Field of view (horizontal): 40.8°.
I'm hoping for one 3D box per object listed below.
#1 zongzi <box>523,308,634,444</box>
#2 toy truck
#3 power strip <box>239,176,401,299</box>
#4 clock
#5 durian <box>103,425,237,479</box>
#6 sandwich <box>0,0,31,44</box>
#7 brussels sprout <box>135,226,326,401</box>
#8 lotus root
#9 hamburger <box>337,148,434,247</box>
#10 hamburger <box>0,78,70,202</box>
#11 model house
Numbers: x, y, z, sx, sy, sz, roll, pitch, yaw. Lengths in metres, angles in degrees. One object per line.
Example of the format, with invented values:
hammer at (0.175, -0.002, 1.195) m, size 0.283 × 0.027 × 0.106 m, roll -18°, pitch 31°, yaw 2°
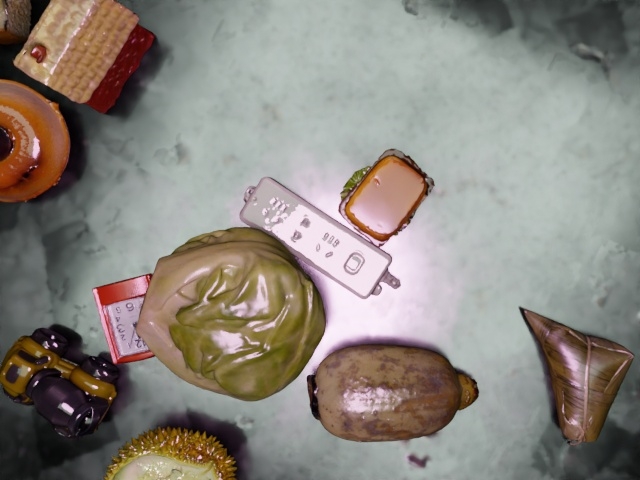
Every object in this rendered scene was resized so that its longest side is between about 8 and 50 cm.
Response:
zongzi at (0.424, 0.250, 1.536) m, size 0.204 × 0.094 × 0.204 m, roll 23°, pitch 92°, yaw 8°
toy truck at (-0.488, 0.266, 1.564) m, size 0.224 × 0.165 × 0.147 m, roll 32°, pitch 93°, yaw 4°
power strip at (0.000, 0.000, 1.581) m, size 0.338 × 0.058 × 0.098 m, roll 33°, pitch 92°, yaw 3°
clock at (-0.347, 0.147, 1.608) m, size 0.113 × 0.061 × 0.155 m, roll -14°, pitch 93°, yaw 4°
durian at (-0.266, 0.437, 1.545) m, size 0.237 × 0.176 × 0.200 m, roll 8°, pitch 81°, yaw -1°
sandwich at (-0.666, -0.426, 1.596) m, size 0.236 × 0.128 × 0.122 m, roll -3°, pitch 94°, yaw 5°
brussels sprout at (-0.148, 0.125, 1.504) m, size 0.328 × 0.247 × 0.328 m, roll 0°, pitch 90°, yaw -3°
lotus root at (0.131, 0.267, 1.533) m, size 0.309 × 0.173 × 0.173 m, roll -3°, pitch 90°, yaw -3°
hamburger at (0.116, -0.082, 1.558) m, size 0.137 × 0.087 × 0.166 m, roll 42°, pitch 92°, yaw 4°
hamburger at (-0.571, -0.182, 1.580) m, size 0.237 × 0.147 × 0.236 m, roll 0°, pitch 102°, yaw 1°
model house at (-0.425, -0.351, 1.515) m, size 0.160 × 0.254 × 0.196 m, roll 33°, pitch 93°, yaw 0°
